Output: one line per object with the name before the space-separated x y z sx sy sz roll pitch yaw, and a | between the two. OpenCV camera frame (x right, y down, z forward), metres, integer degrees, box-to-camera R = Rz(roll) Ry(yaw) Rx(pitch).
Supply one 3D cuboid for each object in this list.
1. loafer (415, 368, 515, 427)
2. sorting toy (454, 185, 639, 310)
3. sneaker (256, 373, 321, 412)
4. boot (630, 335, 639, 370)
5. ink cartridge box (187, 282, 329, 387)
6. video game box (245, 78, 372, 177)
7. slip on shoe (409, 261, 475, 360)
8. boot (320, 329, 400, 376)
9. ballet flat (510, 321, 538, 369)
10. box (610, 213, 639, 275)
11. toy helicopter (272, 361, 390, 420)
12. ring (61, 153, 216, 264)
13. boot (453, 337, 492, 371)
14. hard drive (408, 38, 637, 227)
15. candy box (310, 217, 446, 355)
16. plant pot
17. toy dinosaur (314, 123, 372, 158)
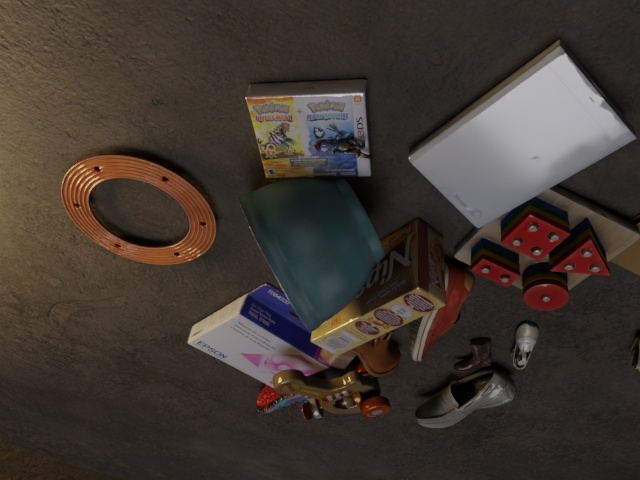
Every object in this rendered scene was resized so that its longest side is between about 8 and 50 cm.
loafer | 0.394 0.445 1.649 0.319 0.112 0.111 -35 119 29
sorting toy | 0.444 0.029 1.154 0.255 0.089 0.257 24 137 -9
sneaker | -0.089 0.484 1.774 0.262 0.104 0.125 -29 128 36
boot | 0.854 0.301 1.420 0.165 0.077 0.213 -8 131 17
ink cartridge box | -0.137 0.275 1.573 0.324 0.071 0.330 36 134 -27
video game box | -0.013 -0.194 1.031 0.205 0.048 0.187 0 136 10
slip on shoe | 0.275 0.179 1.358 0.101 0.123 0.331 7 134 -4
boot | 0.152 0.225 1.450 0.283 0.109 0.220 19 117 -37
ballet flat | 0.519 0.271 1.462 0.057 0.052 0.168 1 138 10
box | 0.686 0.013 1.163 0.201 0.021 0.164 24 137 -16
toy helicopter | 0.005 0.417 1.583 0.355 0.140 0.235 24 130 -37
ring | -0.390 -0.063 1.258 0.337 0.032 0.336 4 138 4
boot | 0.401 0.301 1.529 0.106 0.037 0.114 -15 138 7
hard drive | 0.331 -0.163 0.985 0.203 0.040 0.307 41 130 -17
candy box | 0.119 0.107 1.245 0.087 0.183 0.316 34 133 -28
plant pot | 0.000 0.000 1.103 0.196 0.293 0.293 -27 133 -1
toy dinosaur | 0.034 -0.156 1.002 0.082 0.047 0.090 5 153 31
